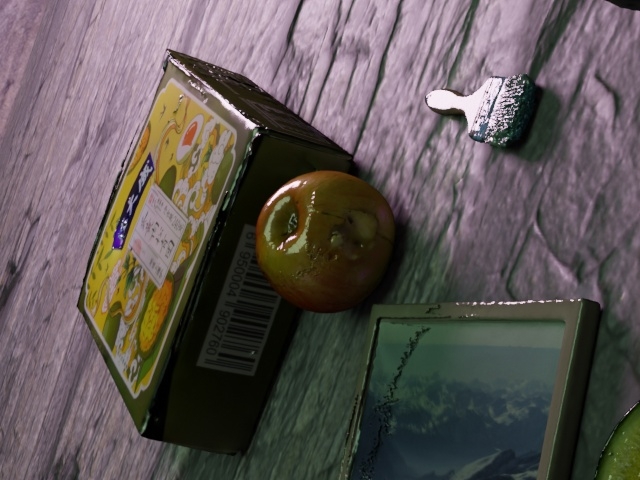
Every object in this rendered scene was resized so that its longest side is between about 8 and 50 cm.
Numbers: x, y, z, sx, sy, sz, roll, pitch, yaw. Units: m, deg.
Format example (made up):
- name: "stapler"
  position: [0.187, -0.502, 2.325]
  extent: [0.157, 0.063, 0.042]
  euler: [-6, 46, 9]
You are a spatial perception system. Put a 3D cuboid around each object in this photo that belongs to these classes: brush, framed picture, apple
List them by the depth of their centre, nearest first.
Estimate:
- name: "framed picture"
  position: [0.107, 0.172, 1.175]
  extent: [0.335, 0.022, 0.247]
  euler: [-6, 70, 64]
- name: "brush"
  position: [0.141, -0.127, 1.284]
  extent: [0.196, 0.021, 0.070]
  euler: [23, 94, 65]
- name: "apple"
  position: [0.000, 0.000, 1.373]
  extent: [0.146, 0.146, 0.146]
  euler: [-42, 39, 48]

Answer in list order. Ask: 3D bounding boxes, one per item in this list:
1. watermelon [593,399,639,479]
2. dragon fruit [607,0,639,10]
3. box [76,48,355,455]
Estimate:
- name: "watermelon"
  position: [0.233, 0.158, 0.910]
  extent: [0.092, 0.075, 0.182]
  euler: [16, 92, 21]
- name: "dragon fruit"
  position: [0.226, -0.307, 1.005]
  extent: [0.283, 0.204, 0.221]
  euler: [-33, 47, 56]
- name: "box"
  position: [-0.145, 0.000, 1.660]
  extent: [0.373, 0.138, 0.420]
  euler: [-69, 25, 12]
